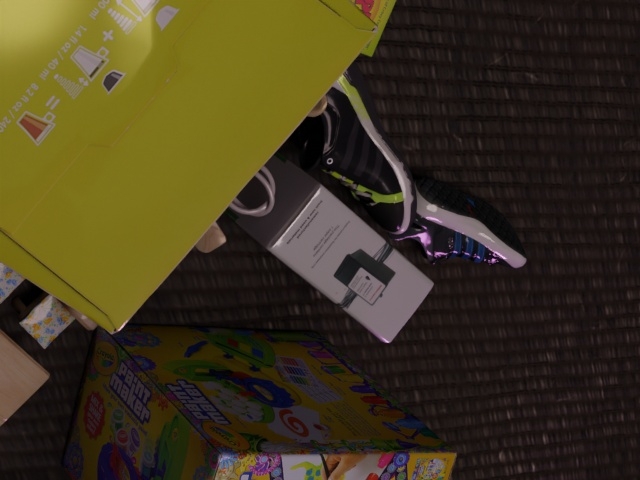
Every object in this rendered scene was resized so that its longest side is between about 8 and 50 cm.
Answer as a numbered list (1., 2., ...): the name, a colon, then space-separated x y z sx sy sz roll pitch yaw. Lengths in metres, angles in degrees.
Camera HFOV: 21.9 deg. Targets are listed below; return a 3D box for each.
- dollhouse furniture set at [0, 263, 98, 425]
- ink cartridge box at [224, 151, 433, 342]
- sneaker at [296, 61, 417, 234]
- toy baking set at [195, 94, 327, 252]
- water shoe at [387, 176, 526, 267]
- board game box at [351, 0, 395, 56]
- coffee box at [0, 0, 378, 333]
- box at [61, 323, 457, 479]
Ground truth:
1. dollhouse furniture set: -0.344 0.093 1.542 0.212 0.161 0.242 -45 128 -6
2. ink cartridge box: 0.000 0.000 1.725 0.087 0.153 0.208 -51 130 -1
3. sneaker: 0.017 -0.092 1.733 0.097 0.084 0.234 -40 118 -24
4. toy baking set: -0.108 -0.123 1.609 0.197 0.030 0.256 29 103 0
5. water shoe: 0.150 -0.010 1.882 0.080 0.073 0.203 -40 133 25
6. board game box: -0.009 -0.257 1.664 0.181 0.043 0.092 15 103 -37
7. coffee box: -0.231 -0.194 1.351 0.337 0.334 0.338 -49 129 3
8. box: -0.070 0.224 1.699 0.279 0.290 0.177 5 110 -33
